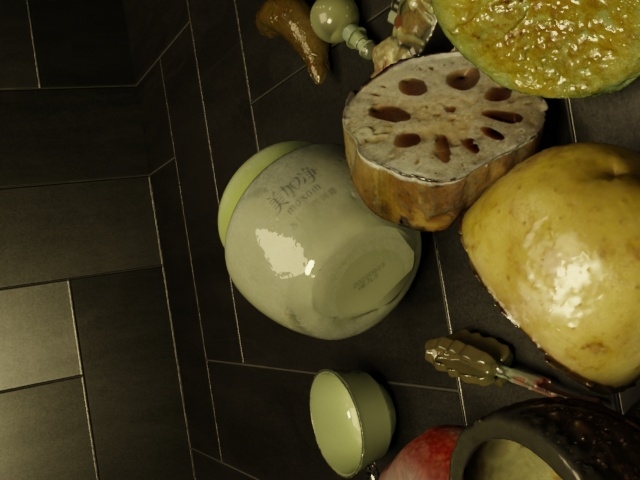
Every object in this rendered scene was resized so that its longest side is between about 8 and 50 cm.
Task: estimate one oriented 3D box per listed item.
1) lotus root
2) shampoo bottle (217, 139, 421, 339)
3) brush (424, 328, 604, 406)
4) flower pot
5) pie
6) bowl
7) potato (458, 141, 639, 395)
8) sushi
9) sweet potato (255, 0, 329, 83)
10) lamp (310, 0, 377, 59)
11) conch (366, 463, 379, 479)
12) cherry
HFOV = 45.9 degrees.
[{"bbox_3d":[0.170,-0.118,1.046,0.272,0.272,0.192,52,160,44],"label":"lotus root"},{"bbox_3d":[0.000,0.000,1.295,0.317,0.322,0.323,42,134,39],"label":"shampoo bottle"},{"bbox_3d":[0.274,0.195,1.094,0.301,0.084,0.071,16,110,54],"label":"brush"},{"bbox_3d":[0.320,0.287,0.823,0.266,0.267,0.267,29,123,58],"label":"flower pot"},{"bbox_3d":[0.257,-0.277,0.855,0.277,0.078,0.277,26,146,19],"label":"pie"},{"bbox_3d":[0.072,0.343,1.473,0.211,0.112,0.212,27,121,57],"label":"bowl"},{"bbox_3d":[0.307,0.004,0.847,0.243,0.242,0.286,110,150,-42],"label":"potato"},{"bbox_3d":[0.134,-0.268,1.202,0.296,0.099,0.373,50,139,45],"label":"sushi"},{"bbox_3d":[-0.062,-0.439,1.536,0.310,0.098,0.124,50,160,43],"label":"sweet potato"},{"bbox_3d":[0.049,-0.378,1.358,0.163,0.091,0.091,53,141,29],"label":"lamp"},{"bbox_3d":[0.126,0.552,1.300,0.186,0.240,0.313,5,88,48],"label":"conch"},{"bbox_3d":[0.200,0.410,1.146,0.239,0.206,0.240,-11,76,56],"label":"cherry"}]
